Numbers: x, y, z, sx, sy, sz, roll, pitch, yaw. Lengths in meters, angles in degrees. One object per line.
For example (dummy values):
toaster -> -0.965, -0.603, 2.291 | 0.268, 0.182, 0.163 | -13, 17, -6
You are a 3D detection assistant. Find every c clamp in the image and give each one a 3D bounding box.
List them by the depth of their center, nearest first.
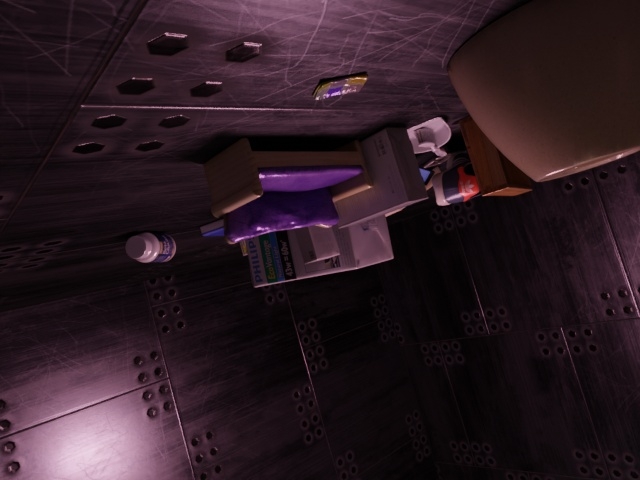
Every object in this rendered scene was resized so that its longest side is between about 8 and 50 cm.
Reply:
c clamp -> 0.387, -0.266, 1.742 | 0.137, 0.022, 0.161 | -16, 175, -19

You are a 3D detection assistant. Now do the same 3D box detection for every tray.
tray -> 0.503, -0.230, 1.445 | 0.076, 0.202, 0.411 | -18, 175, 31

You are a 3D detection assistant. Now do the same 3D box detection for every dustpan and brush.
dustpan and brush -> 0.281, -0.251, 1.315 | 0.147, 0.060, 0.211 | -19, 175, 30

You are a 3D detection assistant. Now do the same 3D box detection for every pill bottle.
pill bottle -> -0.533, 0.022, 1.603 | 0.094, 0.094, 0.169 | -17, 176, 10

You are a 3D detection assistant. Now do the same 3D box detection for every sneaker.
sneaker -> 0.463, -0.196, 1.579 | 0.148, 0.131, 0.350 | -9, -160, 31

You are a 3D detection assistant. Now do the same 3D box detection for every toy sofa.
toy sofa -> -0.053, -0.113, 1.110 | 0.363, 0.177, 0.150 | -10, 173, -46

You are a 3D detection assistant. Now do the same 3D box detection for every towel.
towel -> 0.033, -0.246, 0.822 | 0.083, 0.009, 0.060 | -15, 176, -17

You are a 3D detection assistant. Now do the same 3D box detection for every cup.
cup -> 0.405, -0.234, 0.846 | 0.331, 0.236, 0.331 | -15, 176, -1

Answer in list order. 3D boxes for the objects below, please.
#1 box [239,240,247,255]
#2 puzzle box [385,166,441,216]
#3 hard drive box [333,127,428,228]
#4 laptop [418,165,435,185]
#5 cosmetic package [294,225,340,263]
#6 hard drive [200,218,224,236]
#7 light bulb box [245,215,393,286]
box -> -0.269, 0.001, 2.148 | 0.036, 0.114, 0.207 | -18, 175, 22
puzzle box -> 0.267, -0.149, 2.025 | 0.272, 0.052, 0.409 | -35, -174, -29
hard drive box -> 0.124, -0.149, 1.260 | 0.089, 0.181, 0.232 | -13, 176, -46
laptop -> 0.180, -0.161, 1.524 | 0.264, 0.136, 0.234 | -34, 174, 3
cosmetic package -> -0.029, -0.061, 1.424 | 0.099, 0.238, 0.060 | -11, 172, -45
hard drive -> -0.227, -0.078, 1.785 | 0.319, 0.040, 0.210 | -17, 175, 21
light bulb box -> 0.000, 0.000, 1.671 | 0.361, 0.225, 0.358 | -12, 178, 25
